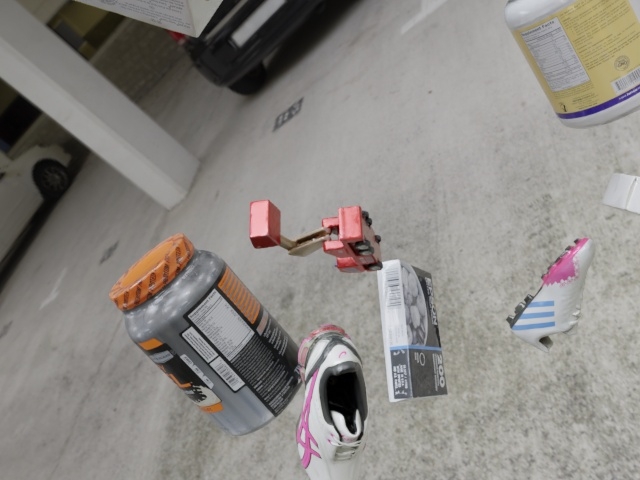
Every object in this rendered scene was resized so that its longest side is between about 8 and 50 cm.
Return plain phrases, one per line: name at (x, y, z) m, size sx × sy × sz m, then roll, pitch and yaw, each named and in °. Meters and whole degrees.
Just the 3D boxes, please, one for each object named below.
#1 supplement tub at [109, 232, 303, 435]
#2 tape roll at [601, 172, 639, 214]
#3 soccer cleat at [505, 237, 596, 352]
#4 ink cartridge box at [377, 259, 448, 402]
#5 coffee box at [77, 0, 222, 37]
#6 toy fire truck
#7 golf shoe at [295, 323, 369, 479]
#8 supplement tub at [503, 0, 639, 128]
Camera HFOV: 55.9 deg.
supplement tub at (-0.183, 0.153, 1.000) m, size 0.193 × 0.316 × 0.193 m, roll -34°, pitch 19°, yaw 13°
tape roll at (0.760, -0.046, 1.183) m, size 0.392 × 0.392 × 0.072 m, roll 33°, pitch 111°, yaw 59°
soccer cleat at (0.577, 0.136, 1.428) m, size 0.116 × 0.143 × 0.331 m, roll -31°, pitch -27°, yaw -41°
ink cartridge box at (0.157, 0.148, 0.965) m, size 0.045 × 0.208 × 0.206 m, roll -12°, pitch 74°, yaw 27°
coffee box at (-0.307, -0.611, 1.002) m, size 0.338 × 0.334 × 0.338 m, roll 19°, pitch 63°, yaw 9°
toy fire truck at (0.000, 0.000, 0.768) m, size 0.135 × 0.192 × 0.047 m, roll -7°, pitch 69°, yaw 14°
golf shoe at (0.012, 0.181, 0.584) m, size 0.067 × 0.186 × 0.086 m, roll -8°, pitch 17°, yaw -11°
supplement tub at (0.500, -0.407, 1.144) m, size 0.241 × 0.331 × 0.241 m, roll -33°, pitch 16°, yaw 10°
